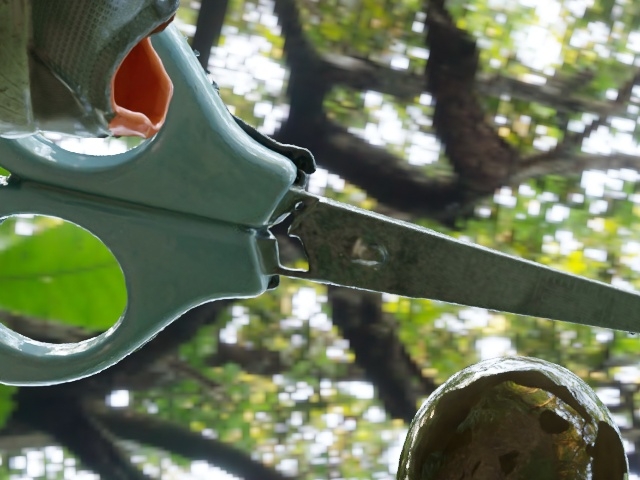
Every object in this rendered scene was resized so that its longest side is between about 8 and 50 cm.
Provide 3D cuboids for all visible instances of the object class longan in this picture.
[{"bbox_3d":[0.081,0.106,0.822,0.092,0.113,0.113,0,-93,43],"label":"longan"}]

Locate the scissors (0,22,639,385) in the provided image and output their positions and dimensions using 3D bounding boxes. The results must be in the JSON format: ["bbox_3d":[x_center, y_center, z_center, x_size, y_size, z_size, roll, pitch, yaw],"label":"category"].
[{"bbox_3d":[0.000,0.000,0.820,0.360,0.029,0.191,12,-71,0],"label":"scissors"}]

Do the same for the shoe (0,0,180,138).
[{"bbox_3d":[-0.081,-0.114,0.680,0.077,0.074,0.194,15,-49,3],"label":"shoe"}]
